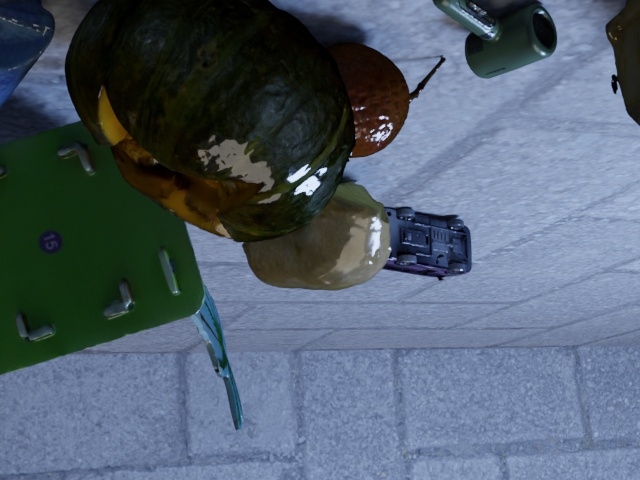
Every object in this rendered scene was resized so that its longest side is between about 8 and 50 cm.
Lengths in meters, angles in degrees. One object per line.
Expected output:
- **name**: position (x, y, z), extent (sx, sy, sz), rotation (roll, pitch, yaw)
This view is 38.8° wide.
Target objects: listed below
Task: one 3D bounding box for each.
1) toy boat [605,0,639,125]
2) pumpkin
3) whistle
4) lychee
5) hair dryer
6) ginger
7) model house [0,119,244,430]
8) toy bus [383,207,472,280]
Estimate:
- **toy boat**: position (0.403, -0.144, 0.830), extent (0.162, 0.136, 0.445), rotation (-11, 169, 38)
- **pumpkin**: position (-0.079, -0.104, 0.707), extent (0.237, 0.159, 0.238), rotation (25, 164, 8)
- **whistle**: position (-0.311, -0.127, 0.796), extent (0.062, 0.062, 0.304), rotation (6, 161, -34)
- **lychee**: position (0.037, -0.124, 0.819), extent (0.114, 0.101, 0.140), rotation (-27, 148, 34)
- **hair dryer**: position (0.127, -0.183, 0.753), extent (0.150, 0.047, 0.071), rotation (18, 155, -41)
- **ginger**: position (0.000, 0.000, 1.220), extent (0.267, 0.152, 0.138), rotation (-27, -178, 45)
- **model house**: position (-0.254, 0.074, 0.964), extent (0.300, 0.340, 0.323), rotation (-17, 179, -1)
- **toy bus**: position (0.143, 0.007, 1.376), extent (0.178, 0.087, 0.098), rotation (10, 162, -34)
